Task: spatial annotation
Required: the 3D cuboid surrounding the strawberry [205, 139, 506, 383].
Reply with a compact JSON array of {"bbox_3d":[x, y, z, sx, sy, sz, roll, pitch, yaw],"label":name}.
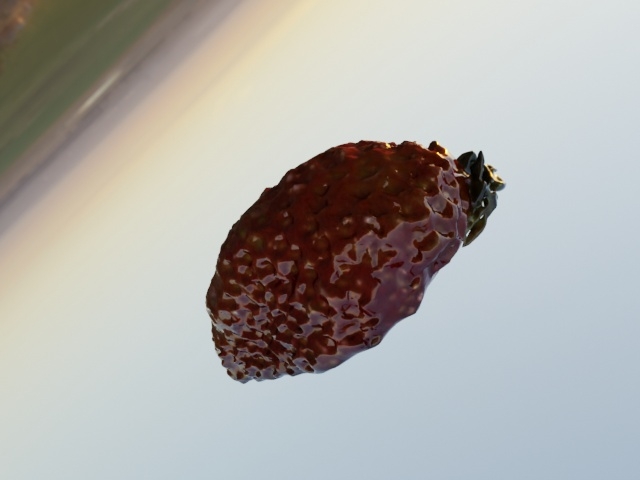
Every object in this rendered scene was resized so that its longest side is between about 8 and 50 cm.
[{"bbox_3d":[0.000,0.003,0.779,0.236,0.107,0.175,-41,-164,9],"label":"strawberry"}]
